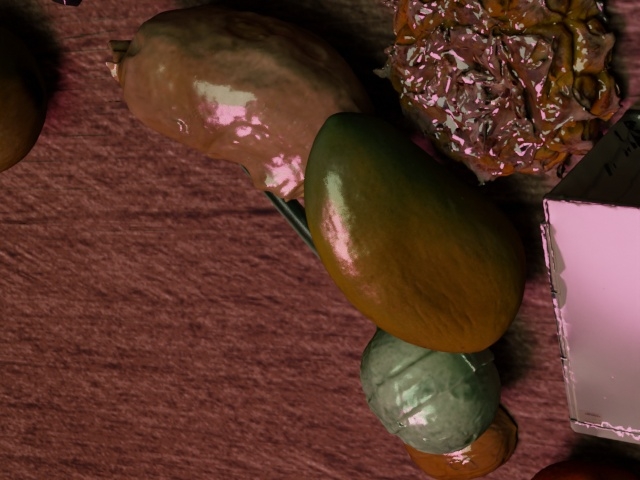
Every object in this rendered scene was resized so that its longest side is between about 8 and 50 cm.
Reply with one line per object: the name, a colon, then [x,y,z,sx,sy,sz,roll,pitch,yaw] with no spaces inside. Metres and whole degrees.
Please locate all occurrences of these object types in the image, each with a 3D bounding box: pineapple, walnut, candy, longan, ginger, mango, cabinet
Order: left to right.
longan: [-0.341,-0.134,1.695,0.176,0.145,0.154,-6,98,16]
ginger: [-0.061,-0.121,1.492,0.267,0.138,0.152,35,126,11]
candy: [0.000,0.000,1.578,0.440,0.119,0.119,52,137,9]
mango: [0.068,0.001,1.445,0.237,0.091,0.137,35,96,-23]
walnut: [0.117,0.182,1.631,0.121,0.052,0.091,-14,107,41]
pineapple: [0.129,-0.129,1.384,0.225,0.076,0.225,19,128,26]
cabinet: [0.265,0.030,1.337,0.150,0.145,0.206,8,124,35]

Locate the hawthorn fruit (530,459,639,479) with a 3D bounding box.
hawthorn fruit: [0.219,0.256,1.548,0.133,0.133,0.138,46,146,2]

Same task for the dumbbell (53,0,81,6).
dumbbell: [-0.250,-0.238,1.633,0.083,0.040,0.036,20,162,27]
